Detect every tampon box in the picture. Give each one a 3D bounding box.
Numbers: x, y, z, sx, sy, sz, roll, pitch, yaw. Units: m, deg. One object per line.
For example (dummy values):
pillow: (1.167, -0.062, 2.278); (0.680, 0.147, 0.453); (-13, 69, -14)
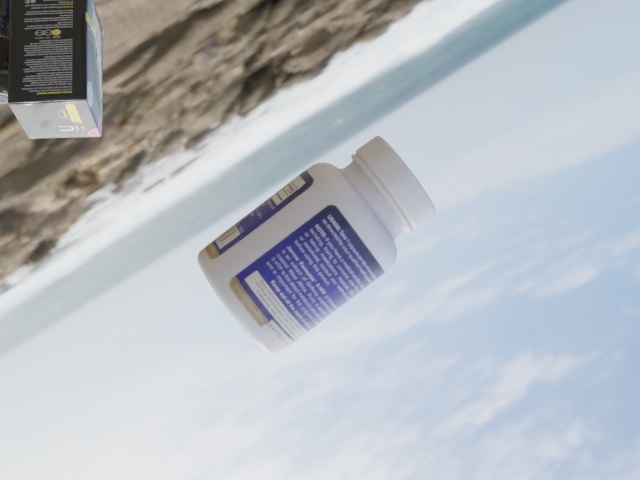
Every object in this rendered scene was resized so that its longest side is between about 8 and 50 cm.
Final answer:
tampon box: (-0.345, -0.230, 1.337); (0.101, 0.161, 0.120); (-2, 164, -3)

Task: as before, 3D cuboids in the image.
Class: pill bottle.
pill bottle: (0.000, 0.000, 0.862); (0.186, 0.112, 0.112); (-37, -176, 1)

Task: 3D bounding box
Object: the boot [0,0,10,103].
boot: (-0.552, -0.323, 1.465); (0.347, 0.260, 0.131); (-3, -178, 11)
